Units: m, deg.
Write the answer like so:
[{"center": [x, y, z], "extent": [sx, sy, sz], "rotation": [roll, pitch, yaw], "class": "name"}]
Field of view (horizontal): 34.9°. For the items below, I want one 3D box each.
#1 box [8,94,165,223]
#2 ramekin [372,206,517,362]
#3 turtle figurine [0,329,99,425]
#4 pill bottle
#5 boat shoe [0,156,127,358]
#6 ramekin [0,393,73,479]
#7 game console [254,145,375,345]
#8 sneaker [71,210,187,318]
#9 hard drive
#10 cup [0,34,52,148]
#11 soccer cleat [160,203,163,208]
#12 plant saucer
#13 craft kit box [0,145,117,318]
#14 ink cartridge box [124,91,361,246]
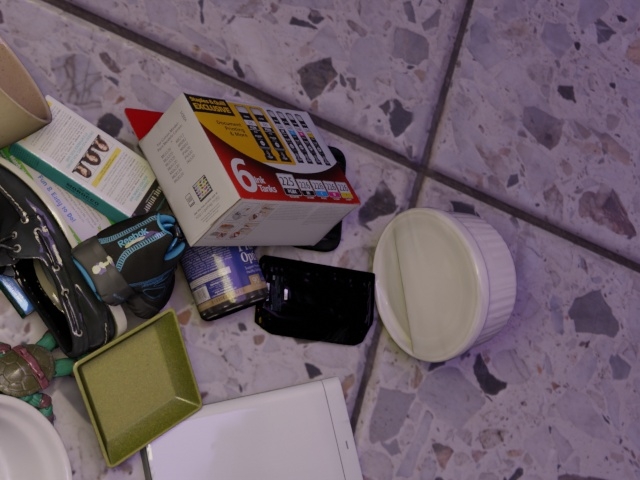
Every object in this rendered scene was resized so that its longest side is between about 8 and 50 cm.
[{"center": [-0.362, -0.117, 1.624], "extent": [0.244, 0.060, 0.100], "rotation": [35, 65, -11], "class": "box"}, {"center": [0.222, 0.071, 1.775], "extent": [0.127, 0.273, 0.273], "rotation": [-6, 79, -37], "class": "ramekin"}, {"center": [-0.441, 0.204, 1.539], "extent": [0.234, 0.118, 0.175], "rotation": [-31, 90, -32], "class": "turtle figurine"}, {"center": [-0.176, 0.014, 1.691], "extent": [0.123, 0.123, 0.219], "rotation": [-19, 85, -26], "class": "pill bottle"}, {"center": [-0.431, 0.030, 1.515], "extent": [0.113, 0.127, 0.340], "rotation": [-39, 100, -40], "class": "boat shoe"}, {"center": [-0.493, 0.356, 1.409], "extent": [0.277, 0.135, 0.277], "rotation": [18, 67, -49], "class": "ramekin"}, {"center": [0.000, 0.000, 1.815], "extent": [0.213, 0.044, 0.361], "rotation": [11, 73, -22], "class": "game console"}, {"center": [-0.253, 0.035, 1.536], "extent": [0.139, 0.341, 0.125], "rotation": [-33, 86, 0], "class": "sneaker"}, {"center": [-0.107, 0.371, 1.669], "extent": [0.353, 0.047, 0.233], "rotation": [-9, 80, -24], "class": "hard drive"}, {"center": [-0.586, -0.230, 1.458], "extent": [0.237, 0.331, 0.331], "rotation": [-37, 93, 2], "class": "cup"}, {"center": [-0.295, -0.086, 1.715], "extent": [0.083, 0.035, 0.029], "rotation": [47, 64, -6], "class": "soccer cleat"}, {"center": [-0.285, 0.219, 1.558], "extent": [0.188, 0.045, 0.188], "rotation": [-31, 119, -36], "class": "plant saucer"}, {"center": [-0.448, -0.046, 1.631], "extent": [0.246, 0.061, 0.250], "rotation": [-37, 93, -24], "class": "craft kit box"}, {"center": [-0.124, -0.134, 1.646], "extent": [0.309, 0.130, 0.272], "rotation": [-1, 55, -54], "class": "ink cartridge box"}]
